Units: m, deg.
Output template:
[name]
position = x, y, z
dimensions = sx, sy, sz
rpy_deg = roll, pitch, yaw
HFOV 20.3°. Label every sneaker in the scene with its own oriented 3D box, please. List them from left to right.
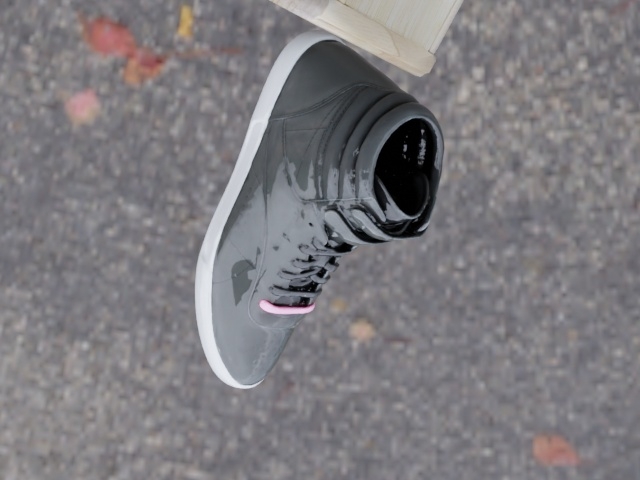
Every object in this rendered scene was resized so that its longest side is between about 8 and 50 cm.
[sneaker]
position = 0.000, 0.000, 1.370
dimensions = 0.104, 0.147, 0.296
rpy_deg = 2, 112, -45

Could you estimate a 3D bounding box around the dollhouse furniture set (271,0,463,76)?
[dollhouse furniture set]
position = -0.085, -0.229, 0.725
dimensions = 0.355, 0.174, 0.303
rpy_deg = 30, -174, 22
